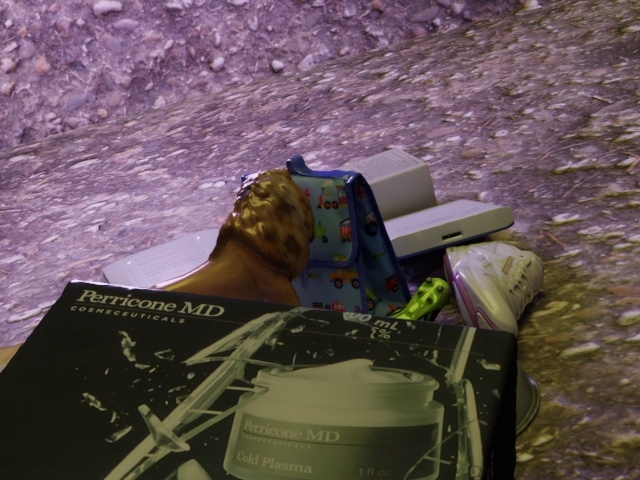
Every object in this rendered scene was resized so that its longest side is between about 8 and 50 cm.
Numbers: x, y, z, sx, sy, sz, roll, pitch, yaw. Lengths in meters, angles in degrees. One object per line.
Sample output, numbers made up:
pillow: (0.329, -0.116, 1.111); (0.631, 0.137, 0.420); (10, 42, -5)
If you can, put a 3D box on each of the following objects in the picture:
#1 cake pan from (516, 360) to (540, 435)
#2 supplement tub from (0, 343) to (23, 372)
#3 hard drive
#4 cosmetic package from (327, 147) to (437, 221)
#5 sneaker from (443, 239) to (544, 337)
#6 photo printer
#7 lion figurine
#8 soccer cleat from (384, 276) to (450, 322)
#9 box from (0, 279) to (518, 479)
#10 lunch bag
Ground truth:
cake pan: (0.151, 0.212, 1.737); (0.293, 0.054, 0.293); (-12, 21, 5)
supplement tub: (-0.361, 0.251, 1.665); (0.331, 0.241, 0.241); (-10, 21, 29)
hard drive: (0.193, -0.022, 2.197); (0.210, 0.040, 0.318); (-16, 5, -5)
cosmetic package: (0.050, -0.067, 2.421); (0.309, 0.113, 0.160); (-20, 22, -13)
sneaker: (0.276, 0.064, 1.941); (0.152, 0.114, 0.305); (-14, 21, 3)
photo printer: (-0.233, 0.093, 2.207); (0.256, 0.107, 0.307); (-20, 22, -15)
lion figurine: (-0.156, 0.079, 1.900); (0.392, 0.240, 0.142); (-34, 9, -11)
soccer cleat: (0.133, 0.130, 1.955); (0.179, 0.072, 0.060); (-39, 52, -9)
box: (-0.092, 0.300, 1.147); (0.479, 0.298, 0.472); (6, 32, 14)
lunch bag: (0.000, 0.000, 2.032); (0.220, 0.293, 0.138); (3, 27, 39)
